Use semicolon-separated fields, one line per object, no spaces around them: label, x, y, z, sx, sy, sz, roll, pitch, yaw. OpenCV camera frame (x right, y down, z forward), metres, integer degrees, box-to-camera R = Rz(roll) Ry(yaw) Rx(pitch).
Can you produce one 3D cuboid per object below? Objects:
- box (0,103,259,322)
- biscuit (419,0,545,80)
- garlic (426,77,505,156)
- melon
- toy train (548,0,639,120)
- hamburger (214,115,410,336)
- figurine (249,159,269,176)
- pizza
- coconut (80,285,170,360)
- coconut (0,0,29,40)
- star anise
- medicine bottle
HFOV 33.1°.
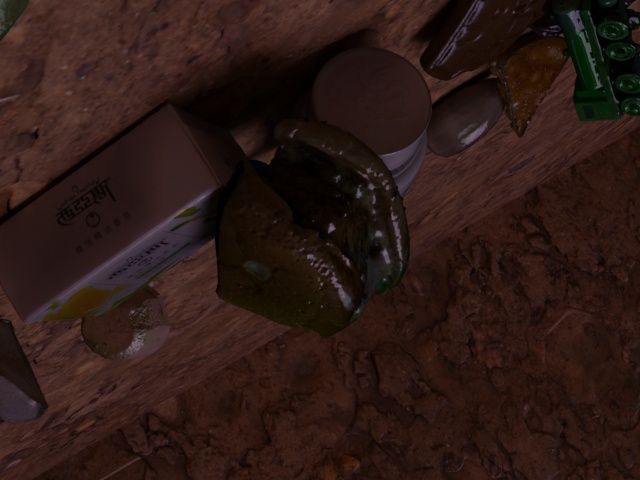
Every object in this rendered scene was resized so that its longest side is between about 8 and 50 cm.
box;-0.206;-0.023;1.172;0.260;0.111;0.194;-32;171;11
biscuit;0.227;-0.279;1.374;0.215;0.034;0.182;-22;156;-43
garlic;0.247;-0.216;1.772;0.198;0.090;0.128;-43;-177;20
melon;-0.430;0.152;1.386;0.093;0.202;0.140;110;0;-46
toy train;0.399;-0.262;1.517;0.119;0.085;0.251;1;147;30
hamburger;0.000;0.000;1.161;0.288;0.192;0.168;101;14;-61
figurine;-0.116;-0.060;1.380;0.086;0.087;0.149;5;-174;24
pizza;0.335;-0.252;1.724;0.184;0.036;0.176;-29;135;-29
coconut;-0.290;0.124;1.632;0.116;0.116;0.122;-35;172;16
coconut;-0.208;-0.148;0.623;0.082;0.081;0.083;1;158;15
star anise;0.415;-0.279;1.570;0.148;0.227;0.218;-40;-179;8
medicine bottle;0.039;-0.112;1.314;0.170;0.170;0.293;-29;168;-15
